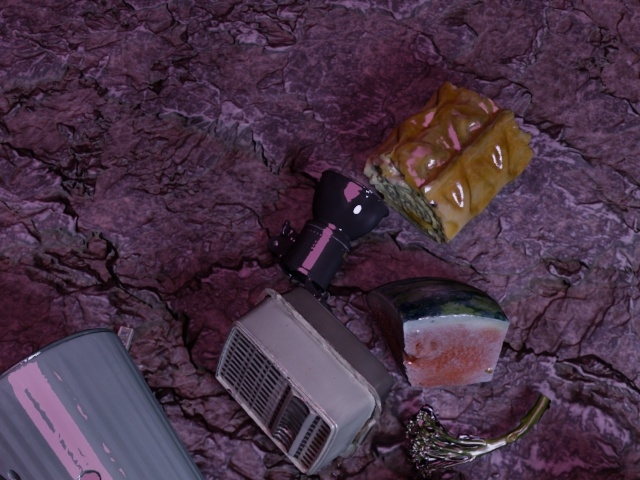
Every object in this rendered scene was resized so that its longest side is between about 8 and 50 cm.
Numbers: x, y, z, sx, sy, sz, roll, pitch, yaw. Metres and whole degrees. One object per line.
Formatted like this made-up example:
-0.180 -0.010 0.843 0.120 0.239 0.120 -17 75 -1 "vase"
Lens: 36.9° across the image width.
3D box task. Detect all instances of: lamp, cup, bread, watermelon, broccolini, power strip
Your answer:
0.000 0.000 1.765 0.172 0.147 0.227 28 76 26 "lamp"
-0.377 0.393 1.530 0.310 0.401 0.392 -23 67 -45 "cup"
0.236 -0.147 1.787 0.239 0.196 0.252 34 74 15 "bread"
0.200 0.166 1.661 0.213 0.262 0.201 -4 94 -5 "watermelon"
0.265 0.312 1.656 0.272 0.062 0.123 -24 83 -4 "broccolini"
-0.360 0.189 1.736 0.027 0.017 0.083 12 68 4 "power strip"

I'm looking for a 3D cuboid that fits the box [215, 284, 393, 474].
-0.028 0.229 1.609 0.290 0.220 0.166 44 52 17 "box"
